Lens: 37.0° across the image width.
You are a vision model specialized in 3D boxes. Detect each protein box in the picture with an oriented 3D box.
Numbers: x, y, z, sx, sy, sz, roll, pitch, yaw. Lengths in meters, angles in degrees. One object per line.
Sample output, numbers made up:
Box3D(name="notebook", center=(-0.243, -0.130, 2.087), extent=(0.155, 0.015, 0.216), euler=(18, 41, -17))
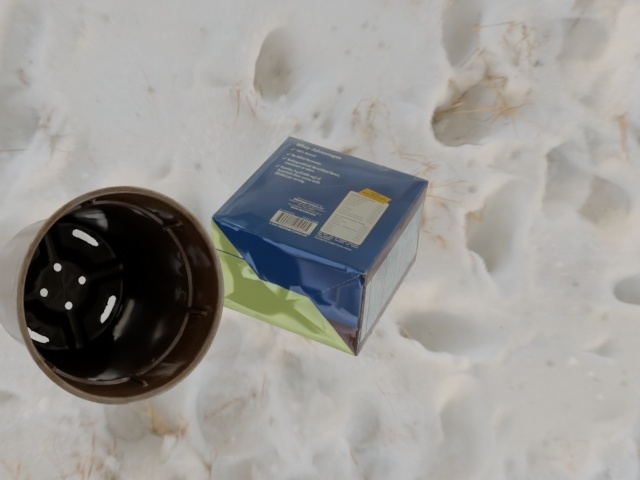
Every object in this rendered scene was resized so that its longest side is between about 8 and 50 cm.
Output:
Box3D(name="protein box", center=(0.000, 0.000, 1.172), extent=(0.199, 0.201, 0.136), euler=(19, 131, 17))

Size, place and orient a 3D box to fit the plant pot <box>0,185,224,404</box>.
Box3D(name="plant pot", center=(-0.191, 0.043, 0.793), extent=(0.167, 0.165, 0.167), euler=(1, 89, -33))
